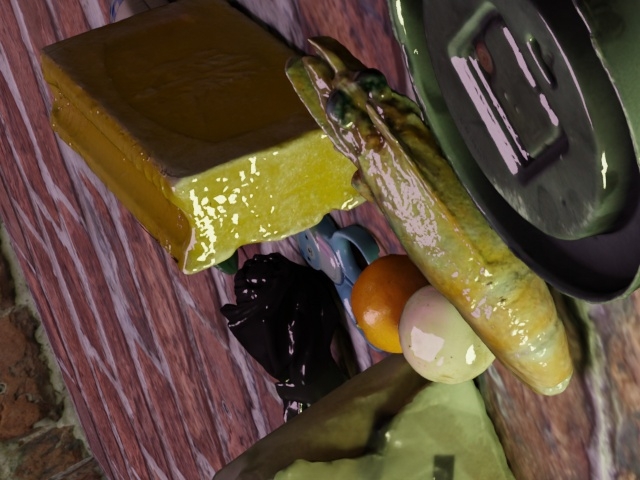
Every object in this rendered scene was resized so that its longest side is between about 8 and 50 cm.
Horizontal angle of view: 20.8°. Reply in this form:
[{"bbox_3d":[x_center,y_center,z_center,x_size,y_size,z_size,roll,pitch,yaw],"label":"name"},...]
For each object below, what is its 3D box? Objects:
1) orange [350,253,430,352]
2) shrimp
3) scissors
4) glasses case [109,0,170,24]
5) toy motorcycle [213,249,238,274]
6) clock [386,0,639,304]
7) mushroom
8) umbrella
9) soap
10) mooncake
[{"bbox_3d":[0.064,0.052,1.439,0.083,0.083,0.083,55,162,27],"label":"orange"},{"bbox_3d":[0.079,-0.017,1.235,0.317,0.077,0.168,55,174,-13],"label":"shrimp"},{"bbox_3d":[0.000,0.000,1.643,0.256,0.030,0.125,46,154,46],"label":"scissors"},{"bbox_3d":[-0.132,-0.140,1.732,0.327,0.076,0.125,53,157,43],"label":"glasses case"},{"bbox_3d":[-0.154,-0.049,1.982,0.190,0.074,0.106,55,172,23],"label":"toy motorcycle"},{"bbox_3d":[0.130,-0.098,1.038,0.280,0.055,0.281,55,162,28],"label":"clock"},{"bbox_3d":[0.103,0.071,1.374,0.083,0.067,0.084,13,114,30],"label":"mushroom"},{"bbox_3d":[-0.002,0.158,1.805,0.118,0.118,0.340,37,155,57],"label":"umbrella"},{"bbox_3d":[-0.100,-0.104,1.493,0.315,0.199,0.091,43,151,52],"label":"soap"},{"bbox_3d":[0.046,0.245,1.489,0.254,0.250,0.136,65,162,-12],"label":"mooncake"}]
